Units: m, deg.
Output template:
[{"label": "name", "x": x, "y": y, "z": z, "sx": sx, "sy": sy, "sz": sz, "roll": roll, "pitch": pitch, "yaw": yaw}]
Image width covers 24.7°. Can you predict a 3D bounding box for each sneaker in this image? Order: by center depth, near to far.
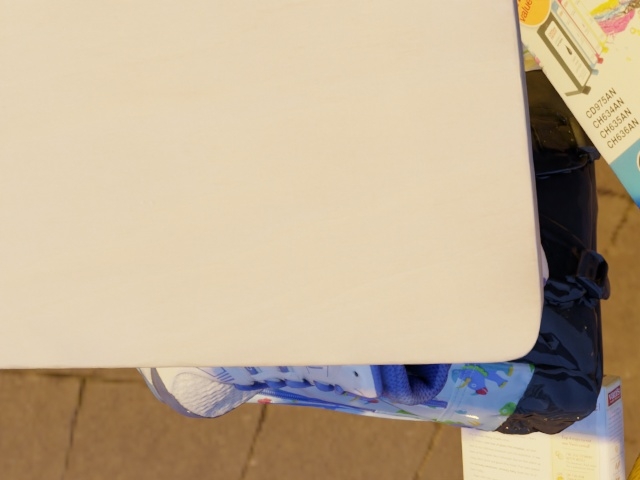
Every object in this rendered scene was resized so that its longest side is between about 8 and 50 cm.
[{"label": "sneaker", "x": -0.001, "y": 0.045, "z": 0.779, "sx": 0.112, "sy": 0.131, "sz": 0.296, "roll": -17, "pitch": 161, "yaw": -40}]

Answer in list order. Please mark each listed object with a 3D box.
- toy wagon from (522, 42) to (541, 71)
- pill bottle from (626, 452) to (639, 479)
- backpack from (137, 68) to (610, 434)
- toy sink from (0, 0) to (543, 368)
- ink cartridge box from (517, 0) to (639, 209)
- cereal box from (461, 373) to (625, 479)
[{"label": "toy wagon", "x": 0.161, "y": -0.236, "z": 1.274, "sx": 0.068, "sy": 0.344, "sz": 0.267, "roll": 9, "pitch": 112, "yaw": 35}, {"label": "pill bottle", "x": 0.204, "y": 0.169, "z": 0.723, "sx": 0.136, "sy": 0.246, "sz": 0.136, "roll": 17, "pitch": 129, "yaw": 22}, {"label": "backpack", "x": 0.000, "y": 0.000, "z": 1.074, "sx": 0.355, "sy": 0.290, "sz": 0.273, "roll": 9, "pitch": 153, "yaw": -19}, {"label": "toy sink", "x": -0.034, "y": -0.050, "z": 0.540, "sx": 0.234, "sy": 0.131, "sz": 0.153, "roll": -3, "pitch": 114, "yaw": 16}, {"label": "ink cartridge box", "x": 0.237, "y": -0.165, "z": 0.909, "sx": 0.168, "sy": 0.233, "sz": 0.171, "roll": -27, "pitch": 168, "yaw": -33}, {"label": "cereal box", "x": 0.231, "y": 0.249, "z": 1.516, "sx": 0.173, "sy": 0.047, "sz": 0.240, "roll": 5, "pitch": 104, "yaw": 37}]
